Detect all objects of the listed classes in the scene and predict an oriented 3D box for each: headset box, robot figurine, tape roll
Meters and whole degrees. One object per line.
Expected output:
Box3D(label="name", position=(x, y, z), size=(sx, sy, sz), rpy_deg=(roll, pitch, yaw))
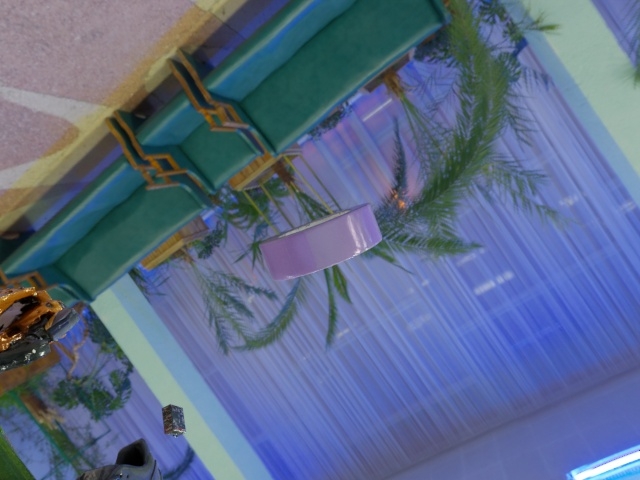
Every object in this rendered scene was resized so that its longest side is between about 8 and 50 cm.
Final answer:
Box3D(label="headset box", position=(-0.421, 0.521, 1.189), size=(0.032, 0.083, 0.062), rpy_deg=(-27, 144, 5))
Box3D(label="robot figurine", position=(-0.418, 0.138, 0.439), size=(0.211, 0.085, 0.291), rpy_deg=(-7, -158, 35))
Box3D(label="tape roll", position=(0.000, 0.000, 0.961), size=(0.274, 0.090, 0.275), rpy_deg=(-20, -174, 2))

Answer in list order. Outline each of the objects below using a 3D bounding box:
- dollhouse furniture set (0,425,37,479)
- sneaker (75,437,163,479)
Box3D(label="dollhouse furniture set", position=(-0.528, 0.351, 0.486), size=(0.301, 0.151, 0.197), rpy_deg=(-34, 177, -41))
Box3D(label="sneaker", position=(-0.274, 0.347, 0.493), size=(0.111, 0.121, 0.300), rpy_deg=(-17, 177, -3))
